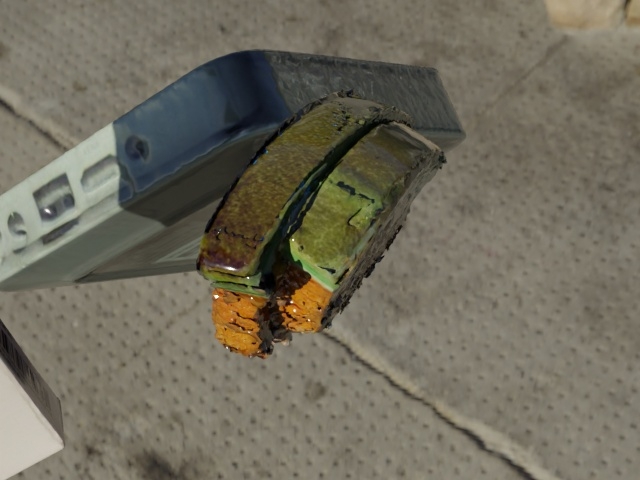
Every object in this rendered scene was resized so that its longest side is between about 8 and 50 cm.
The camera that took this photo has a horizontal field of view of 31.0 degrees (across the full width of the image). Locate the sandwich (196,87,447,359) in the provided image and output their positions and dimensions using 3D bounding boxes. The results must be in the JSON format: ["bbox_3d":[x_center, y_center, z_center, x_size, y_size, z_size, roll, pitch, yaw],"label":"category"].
[{"bbox_3d":[0.005,-0.005,0.695,0.079,0.159,0.235,23,15,15],"label":"sandwich"}]

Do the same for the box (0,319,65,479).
[{"bbox_3d":[-0.313,0.021,0.587,0.214,0.353,0.069,-28,28,-2],"label":"box"}]

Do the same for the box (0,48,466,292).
[{"bbox_3d":[-0.096,-0.061,1.174,0.397,0.396,0.111,-7,73,-55],"label":"box"}]
